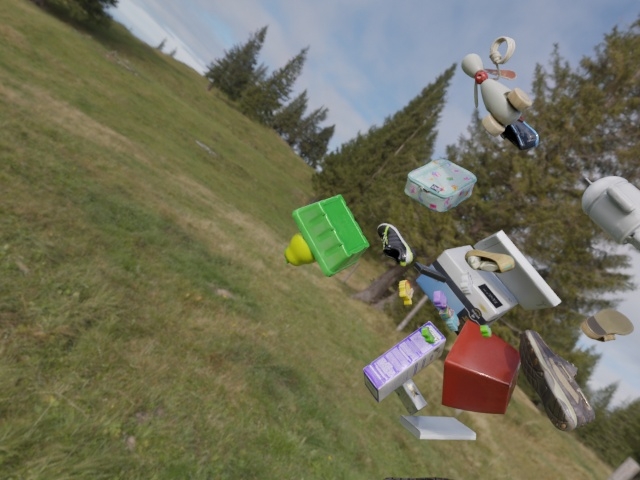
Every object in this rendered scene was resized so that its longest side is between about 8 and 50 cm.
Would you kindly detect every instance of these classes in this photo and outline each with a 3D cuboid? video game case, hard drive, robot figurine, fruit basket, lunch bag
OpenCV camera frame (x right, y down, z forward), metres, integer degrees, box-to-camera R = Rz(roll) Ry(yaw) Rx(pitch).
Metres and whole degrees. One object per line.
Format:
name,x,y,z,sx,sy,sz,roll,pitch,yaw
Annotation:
video game case,0.420,0.736,2.248,0.244,0.061,0.269,56,-13,23
hard drive,0.574,0.921,2.219,0.308,0.040,0.203,10,-1,-18
robot figurine,1.228,-0.124,1.845,0.300,0.200,0.353,38,19,-53
hard drive,0.806,0.131,1.876,0.353,0.047,0.233,52,-10,7
fruit basket,0.000,0.000,2.212,0.392,0.392,0.283,42,43,24
hard drive,0.385,0.111,1.593,0.094,0.022,0.135,22,7,1
lunch bag,0.501,-0.240,1.905,0.224,0.279,0.108,41,-40,30

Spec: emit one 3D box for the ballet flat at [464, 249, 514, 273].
ballet flat,0.583,0.078,1.614,0.080,0.073,0.232,65,-21,-10

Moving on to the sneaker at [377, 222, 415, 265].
sneaker,0.289,0.014,1.835,0.097,0.084,0.234,-14,44,-28

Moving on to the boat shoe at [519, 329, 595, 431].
boat shoe,0.796,0.466,1.534,0.132,0.130,0.355,93,-9,-48

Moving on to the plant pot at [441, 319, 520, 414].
plant pot,0.647,0.523,1.788,0.236,0.267,0.267,15,-51,31

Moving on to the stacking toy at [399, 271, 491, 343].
stacking toy,0.311,0.172,1.113,0.221,0.167,0.052,57,36,-30

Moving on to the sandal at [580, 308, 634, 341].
sandal,0.821,0.261,1.331,0.240,0.079,0.088,0,53,-33

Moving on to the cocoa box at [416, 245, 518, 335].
cocoa box,0.656,0.231,2.039,0.231,0.228,0.347,-9,55,-43

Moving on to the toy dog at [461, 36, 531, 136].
toy dog,0.638,-0.527,1.613,0.161,0.333,0.220,5,-15,-42

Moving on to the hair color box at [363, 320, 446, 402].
hair color box,0.336,0.488,1.813,0.110,0.339,0.185,51,-16,32

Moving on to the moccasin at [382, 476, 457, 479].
moccasin,0.419,1.010,1.766,0.139,0.380,0.147,40,43,-52

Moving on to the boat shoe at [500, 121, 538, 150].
boat shoe,0.756,-0.451,1.803,0.109,0.089,0.258,65,-2,-41
